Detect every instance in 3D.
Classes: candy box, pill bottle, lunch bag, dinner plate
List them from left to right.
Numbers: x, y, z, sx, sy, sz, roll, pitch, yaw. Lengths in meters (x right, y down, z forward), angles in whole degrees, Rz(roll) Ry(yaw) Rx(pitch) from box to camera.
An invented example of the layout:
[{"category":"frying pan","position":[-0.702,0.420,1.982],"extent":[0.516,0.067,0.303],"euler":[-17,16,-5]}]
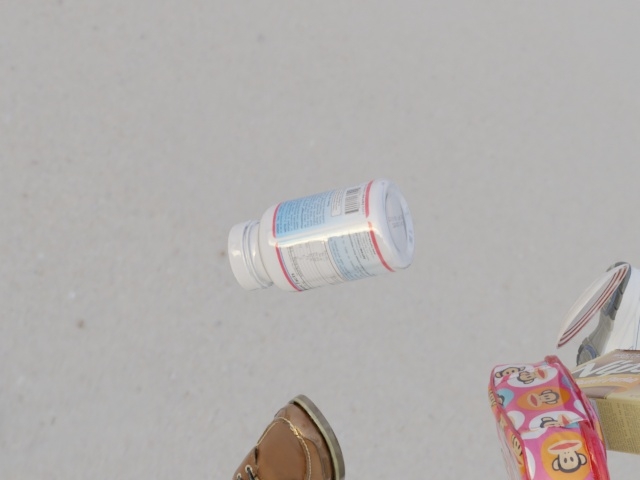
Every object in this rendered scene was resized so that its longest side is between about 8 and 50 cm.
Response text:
[{"category":"pill bottle","position":[0.000,0.000,1.266],"extent":[0.087,0.160,0.087],"euler":[-12,90,-68]},{"category":"lunch bag","position":[0.294,0.308,1.742],"extent":[0.120,0.258,0.293],"euler":[-10,19,1]},{"category":"dinner plate","position":[0.343,0.081,1.752],"extent":[0.017,0.141,0.141],"euler":[42,40,19]},{"category":"candy box","position":[0.450,0.220,1.889],"extent":[0.183,0.316,0.087],"euler":[-19,95,-27]}]

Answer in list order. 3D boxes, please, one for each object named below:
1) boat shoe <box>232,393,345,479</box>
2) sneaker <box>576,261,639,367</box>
[{"category":"boat shoe","position":[-0.048,0.301,1.707],"extent":[0.104,0.307,0.111],"euler":[-28,63,-24]},{"category":"sneaker","position":[0.531,0.180,2.385],"extent":[0.129,0.297,0.111],"euler":[8,31,-11]}]
